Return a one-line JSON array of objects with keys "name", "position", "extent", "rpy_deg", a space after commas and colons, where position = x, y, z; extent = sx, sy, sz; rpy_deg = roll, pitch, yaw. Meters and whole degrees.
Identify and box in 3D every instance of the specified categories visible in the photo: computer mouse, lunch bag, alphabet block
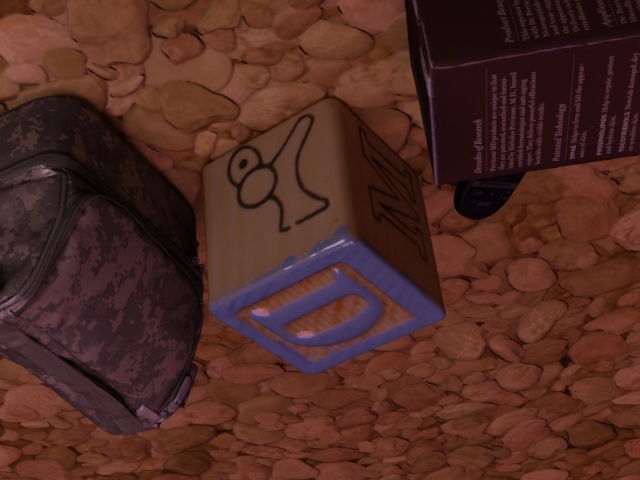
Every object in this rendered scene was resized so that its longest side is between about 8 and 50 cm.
[{"name": "computer mouse", "position": [0.214, -0.114, 1.236], "extent": [0.071, 0.041, 0.242], "rpy_deg": [4, 136, -29]}, {"name": "lunch bag", "position": [-0.260, 0.042, 1.176], "extent": [0.212, 0.256, 0.305], "rpy_deg": [-19, 142, 16]}, {"name": "alphabet block", "position": [0.000, 0.000, 1.213], "extent": [0.192, 0.197, 0.193], "rpy_deg": [-25, 140, 23]}]

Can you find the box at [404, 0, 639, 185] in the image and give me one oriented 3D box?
[{"name": "box", "position": [0.189, -0.177, 1.031], "extent": [0.203, 0.169, 0.167], "rpy_deg": [-9, 144, 3]}]
